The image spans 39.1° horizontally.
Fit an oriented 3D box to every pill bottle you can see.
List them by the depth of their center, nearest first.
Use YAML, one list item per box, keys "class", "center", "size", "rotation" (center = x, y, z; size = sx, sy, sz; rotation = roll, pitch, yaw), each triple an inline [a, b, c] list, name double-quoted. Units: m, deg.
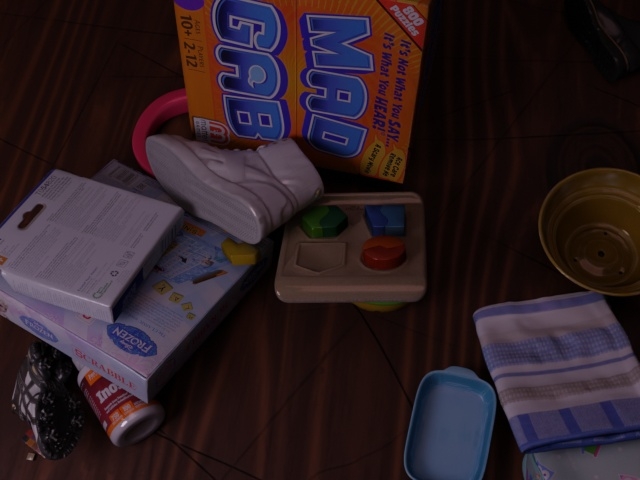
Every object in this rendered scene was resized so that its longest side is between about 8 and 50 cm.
- class: "pill bottle"
  center: [-0.297, 0.214, 1.305]
  size: [0.086, 0.086, 0.152]
  rotation: [-33, 65, -14]

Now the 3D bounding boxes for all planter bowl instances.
- class: "planter bowl"
  center: [0.434, 0.003, 1.370]
  size: [0.217, 0.090, 0.217]
  rotation: [-1, 63, 3]

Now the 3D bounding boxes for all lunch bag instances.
- class: "lunch bag"
  center: [0.406, 0.363, 1.170]
  size: [0.224, 0.108, 0.279]
  rotation: [-16, 62, -7]

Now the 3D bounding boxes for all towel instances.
- class: "towel"
  center: [0.340, 0.171, 1.251]
  size: [0.209, 0.034, 0.285]
  rotation: [-8, 34, 0]

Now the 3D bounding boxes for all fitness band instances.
- class: "fitness band"
  center: [-0.172, -0.157, 1.520]
  size: [0.290, 0.054, 0.209]
  rotation: [16, 61, 11]

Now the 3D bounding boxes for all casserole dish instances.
- class: "casserole dish"
  center: [0.183, 0.271, 1.273]
  size: [0.114, 0.037, 0.188]
  rotation: [11, 64, 9]

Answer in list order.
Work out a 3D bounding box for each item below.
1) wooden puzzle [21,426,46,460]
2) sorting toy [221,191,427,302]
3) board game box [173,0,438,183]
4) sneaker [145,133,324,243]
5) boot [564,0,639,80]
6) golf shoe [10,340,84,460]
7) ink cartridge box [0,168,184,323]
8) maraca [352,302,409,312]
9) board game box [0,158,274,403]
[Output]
- class: "wooden puzzle"
  center: [-0.403, 0.285, 1.319]
  size: [0.049, 0.006, 0.083]
  rotation: [31, 67, 18]
- class: "sorting toy"
  center: [0.000, 0.000, 1.319]
  size: [0.307, 0.041, 0.229]
  rotation: [-1, 39, 5]
- class: "board game box"
  center: [0.005, -0.365, 1.410]
  size: [0.356, 0.356, 0.357]
  rotation: [11, 54, 7]
- class: "sneaker"
  center: [-0.128, -0.107, 1.394]
  size: [0.169, 0.108, 0.292]
  rotation: [-32, 49, -33]
- class: "boot"
  center: [0.527, -0.382, 1.589]
  size: [0.137, 0.077, 0.198]
  rotation: [-19, 75, -12]
- class: "golf shoe"
  center: [-0.396, 0.242, 1.295]
  size: [0.094, 0.077, 0.198]
  rotation: [-45, 42, 23]
- class: "ink cartridge box"
  center: [-0.347, 0.002, 1.312]
  size: [0.224, 0.045, 0.223]
  rotation: [18, 46, 11]
- class: "maraca"
  center: [0.069, 0.048, 1.367]
  size: [0.185, 0.099, 0.127]
  rotation: [19, 36, 28]
- class: "board game box"
  center: [-0.287, 0.046, 1.357]
  size: [0.318, 0.066, 0.318]
  rotation: [27, 49, 17]
